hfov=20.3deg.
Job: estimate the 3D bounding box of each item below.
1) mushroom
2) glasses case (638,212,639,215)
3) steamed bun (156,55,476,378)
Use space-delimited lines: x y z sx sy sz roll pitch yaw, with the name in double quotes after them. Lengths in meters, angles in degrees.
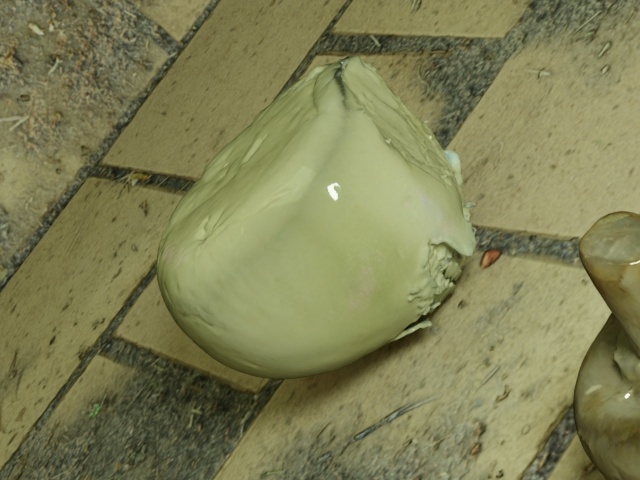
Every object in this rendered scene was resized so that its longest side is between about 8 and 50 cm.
0.255 0.073 1.258 0.207 0.215 0.207 -31 28 19 "mushroom"
0.337 -0.015 1.433 0.233 0.059 0.092 -18 40 48 "glasses case"
0.000 0.000 1.783 0.312 0.233 0.334 -41 17 24 "steamed bun"
